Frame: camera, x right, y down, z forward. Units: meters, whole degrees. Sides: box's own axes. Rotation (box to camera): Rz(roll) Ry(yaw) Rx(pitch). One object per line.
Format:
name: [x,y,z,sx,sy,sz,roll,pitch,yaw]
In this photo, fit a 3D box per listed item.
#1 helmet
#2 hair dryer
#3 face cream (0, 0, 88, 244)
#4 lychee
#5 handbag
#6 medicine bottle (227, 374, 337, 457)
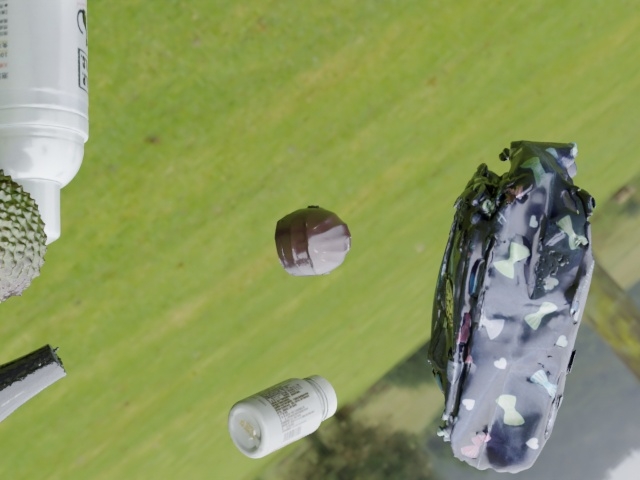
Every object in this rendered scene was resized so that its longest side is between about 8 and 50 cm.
helmet: [0.000,0.000,1.826,0.123,0.098,0.070,-15,-175,-38]
hair dryer: [-0.415,0.161,1.510,0.235,0.091,0.271,-29,159,-9]
face cream: [-0.352,-0.152,1.626,0.145,0.369,0.145,-4,171,-1]
lychee: [-0.376,-0.010,1.447,0.171,0.171,0.171,-41,171,-8]
handbag: [0.148,0.050,1.068,0.162,0.113,0.260,-70,169,-70]
medicine bottle: [-0.048,0.227,1.760,0.140,0.079,0.079,-20,158,-43]
